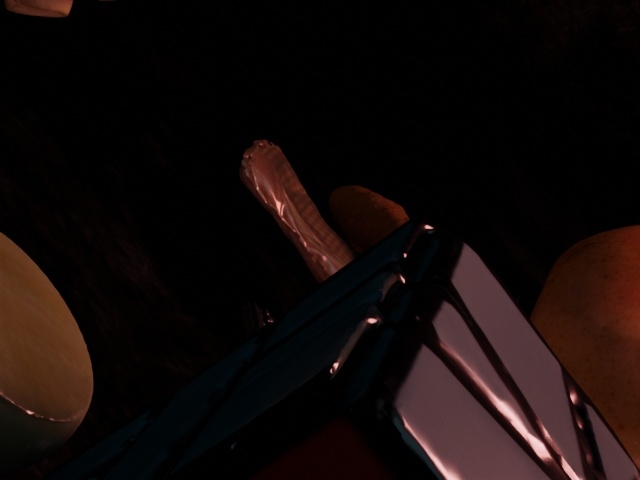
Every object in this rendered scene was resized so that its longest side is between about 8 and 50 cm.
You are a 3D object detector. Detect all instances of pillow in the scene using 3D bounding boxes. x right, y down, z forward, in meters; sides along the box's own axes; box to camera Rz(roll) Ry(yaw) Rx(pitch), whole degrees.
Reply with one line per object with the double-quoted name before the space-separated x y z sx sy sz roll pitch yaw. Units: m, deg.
"pillow" -0.001 0.000 1.526 0.211 0.034 0.135 53 17 -6

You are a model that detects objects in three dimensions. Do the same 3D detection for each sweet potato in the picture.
"sweet potato" 0.057 -0.007 1.593 0.206 0.060 0.068 -140 -138 -64

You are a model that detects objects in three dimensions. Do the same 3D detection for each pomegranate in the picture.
"pomegranate" 0.339 0.131 1.824 0.319 0.319 0.319 49 18 -22

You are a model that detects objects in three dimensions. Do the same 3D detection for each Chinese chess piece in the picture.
"Chinese chess piece" -0.182 0.053 0.882 0.144 0.058 0.144 47 18 -20

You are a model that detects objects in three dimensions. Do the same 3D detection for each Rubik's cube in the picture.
"Rubik's cube" 0.013 0.194 0.769 0.293 0.283 0.288 55 18 -7

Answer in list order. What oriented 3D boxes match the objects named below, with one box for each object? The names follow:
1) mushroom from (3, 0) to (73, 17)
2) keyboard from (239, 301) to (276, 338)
"mushroom" -0.200 -0.222 1.251 0.148 0.148 0.112 3 94 -70
"keyboard" -0.025 0.124 1.253 0.060 0.018 0.195 46 20 -39
